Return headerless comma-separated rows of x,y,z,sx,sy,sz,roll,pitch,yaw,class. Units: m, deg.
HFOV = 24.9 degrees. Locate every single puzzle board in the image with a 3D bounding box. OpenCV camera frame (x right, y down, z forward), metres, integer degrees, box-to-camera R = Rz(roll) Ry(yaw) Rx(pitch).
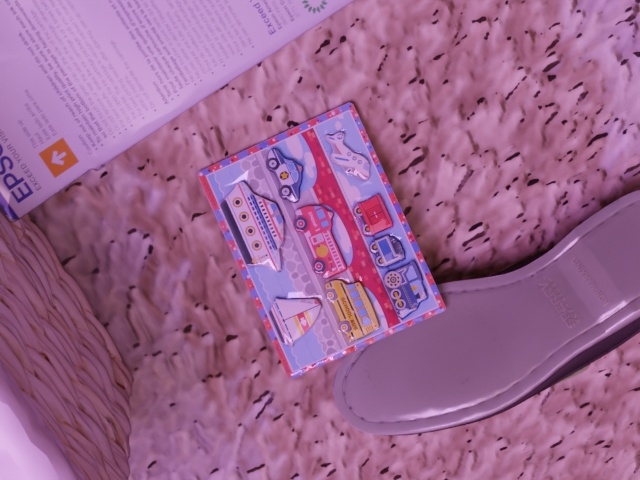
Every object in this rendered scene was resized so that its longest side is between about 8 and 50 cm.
0.000,0.000,0.806,0.096,0.011,0.128,-25,85,3,puzzle board

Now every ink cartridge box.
-0.125,-0.160,0.727,0.224,0.045,0.223,-34,109,-8,ink cartridge box

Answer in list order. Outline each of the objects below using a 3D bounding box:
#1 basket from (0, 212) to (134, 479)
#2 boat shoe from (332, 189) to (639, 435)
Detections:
-0.300,0.073,0.692,0.328,0.266,0.331,-31,109,5,basket
0.117,0.051,0.825,0.228,0.068,0.081,-27,68,5,boat shoe
